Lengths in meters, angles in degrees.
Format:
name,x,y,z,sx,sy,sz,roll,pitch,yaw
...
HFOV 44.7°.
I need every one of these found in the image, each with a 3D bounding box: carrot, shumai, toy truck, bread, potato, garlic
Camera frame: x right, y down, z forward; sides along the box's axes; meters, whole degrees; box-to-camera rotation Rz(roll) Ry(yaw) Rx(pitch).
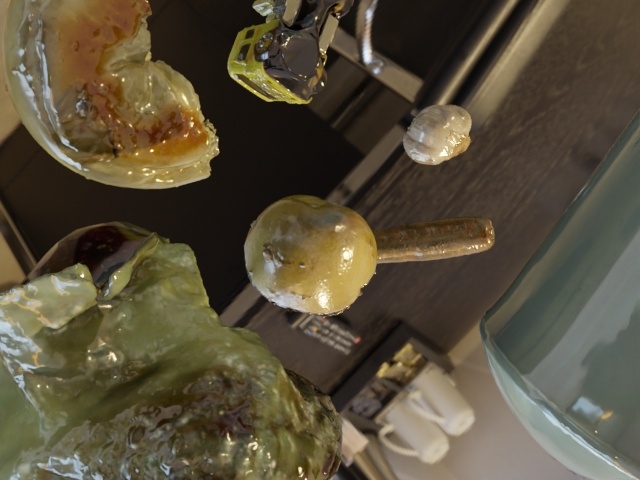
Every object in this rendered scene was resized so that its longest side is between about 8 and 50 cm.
name,x,y,z,sx,sy,sz,roll,pitch,yaw
carrot,0.107,0.008,1.256,0.342,0.070,0.070,-7,143,10
shumai,-0.196,0.145,0.848,0.395,0.348,0.395,-19,178,-1
toy truck,-0.067,-0.514,1.767,0.181,0.254,0.405,28,75,-38
bread,-0.258,-0.177,0.912,0.192,0.171,0.314,-40,125,-15
potato,0.000,0.000,1.100,0.202,0.182,0.117,9,145,-13
garlic,0.180,-0.170,1.212,0.113,0.094,0.074,-44,161,-14

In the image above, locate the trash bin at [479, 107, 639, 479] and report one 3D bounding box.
name,x,y,z,sx,sy,sz,roll,pitch,yaw
trash bin,0.336,0.023,0.662,0.280,0.280,0.432,10,115,-48
